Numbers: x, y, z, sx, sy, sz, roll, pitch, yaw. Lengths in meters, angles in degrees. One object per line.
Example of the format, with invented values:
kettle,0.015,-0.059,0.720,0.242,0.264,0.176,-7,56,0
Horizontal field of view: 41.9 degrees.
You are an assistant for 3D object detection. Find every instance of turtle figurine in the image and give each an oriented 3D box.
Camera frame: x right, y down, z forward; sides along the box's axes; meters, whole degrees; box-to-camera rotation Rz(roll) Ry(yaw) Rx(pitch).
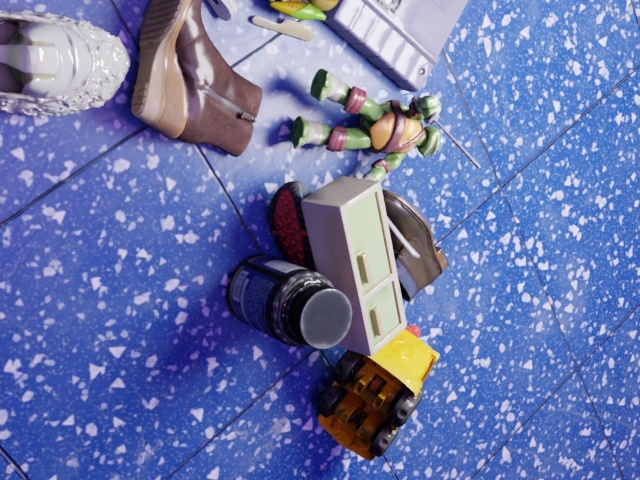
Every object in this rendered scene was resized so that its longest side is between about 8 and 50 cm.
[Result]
turtle figurine,0.102,-0.158,1.359,0.266,0.198,0.274,16,61,-20

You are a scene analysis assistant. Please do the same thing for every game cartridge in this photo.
game cartridge,0.169,-0.467,1.443,0.230,0.068,0.355,33,81,-37

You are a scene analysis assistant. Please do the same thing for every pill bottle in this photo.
pill bottle,-0.049,0.098,1.318,0.123,0.219,0.122,-7,103,-31

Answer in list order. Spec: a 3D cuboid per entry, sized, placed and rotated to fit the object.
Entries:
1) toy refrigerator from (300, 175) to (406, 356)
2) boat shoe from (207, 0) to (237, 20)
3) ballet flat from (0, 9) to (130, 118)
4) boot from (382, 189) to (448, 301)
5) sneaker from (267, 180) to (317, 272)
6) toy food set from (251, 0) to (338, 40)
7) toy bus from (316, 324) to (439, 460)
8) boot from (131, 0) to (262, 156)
toy refrigerator,0.061,0.042,1.346,0.102,0.094,0.269,-33,122,-39
boat shoe,-0.159,-0.384,1.269,0.100,0.035,0.035,54,44,-24
ballet flat,-0.428,-0.233,1.068,0.409,0.147,0.147,0,99,-33
boot,0.147,0.013,1.508,0.106,0.082,0.219,-50,122,-18
sneaker,0.000,0.000,1.417,0.125,0.104,0.261,-40,126,-32
toy food set,-0.023,-0.406,1.301,0.132,0.038,0.192,7,119,-32
toy bus,0.116,0.250,1.497,0.211,0.149,0.220,-39,159,-49
boot,-0.172,-0.266,1.268,0.207,0.090,0.248,15,90,-45
